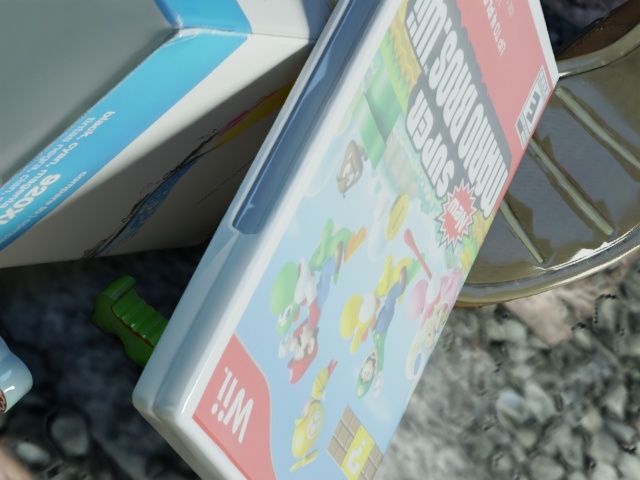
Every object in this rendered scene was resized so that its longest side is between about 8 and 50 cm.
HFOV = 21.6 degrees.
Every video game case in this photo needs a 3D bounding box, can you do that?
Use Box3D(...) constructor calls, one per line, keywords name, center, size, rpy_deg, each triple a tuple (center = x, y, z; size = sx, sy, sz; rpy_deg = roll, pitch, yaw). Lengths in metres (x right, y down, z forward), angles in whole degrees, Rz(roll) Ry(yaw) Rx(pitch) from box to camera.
Box3D(name="video game case", center=(0.027, -0.013, 0.726), size=(0.025, 0.204, 0.285), rpy_deg=(18, 69, 25))

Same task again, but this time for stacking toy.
Box3D(name="stacking toy", center=(-0.177, 0.026, 0.728), size=(0.221, 0.052, 0.167), rpy_deg=(42, 52, 1))

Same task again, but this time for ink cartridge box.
Box3D(name="ink cartridge box", center=(-0.096, -0.102, 0.718), size=(0.171, 0.168, 0.232), rpy_deg=(58, 25, 13))

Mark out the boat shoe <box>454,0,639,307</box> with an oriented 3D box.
Box3D(name="boat shoe", center=(0.160, -0.060, 0.920), size=(0.307, 0.104, 0.111), rpy_deg=(-35, 89, -17))
